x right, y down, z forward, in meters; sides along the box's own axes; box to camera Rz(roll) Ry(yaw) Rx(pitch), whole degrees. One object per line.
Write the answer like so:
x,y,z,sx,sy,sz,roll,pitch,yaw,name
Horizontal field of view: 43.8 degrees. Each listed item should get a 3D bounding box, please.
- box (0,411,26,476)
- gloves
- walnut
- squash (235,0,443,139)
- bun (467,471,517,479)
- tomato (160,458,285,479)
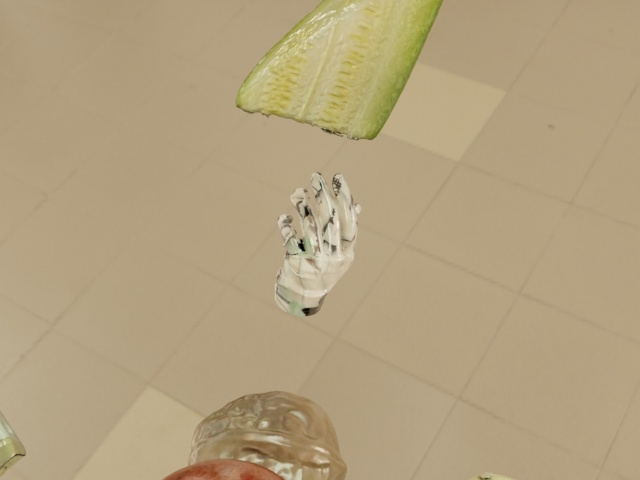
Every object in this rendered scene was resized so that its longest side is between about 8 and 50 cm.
-0.438,0.212,0.739,0.270,0.045,0.211,-37,66,-14,box
0.001,0.005,1.189,0.127,0.212,0.111,8,30,-25,gloves
-0.089,0.376,1.313,0.273,0.227,0.273,-11,22,5,walnut
0.028,-0.279,0.972,0.203,0.289,0.111,14,38,-8,squash
0.263,0.488,1.198,0.259,0.160,0.259,9,57,-15,bun
-0.113,0.412,0.999,0.264,0.265,0.265,-4,52,4,tomato
